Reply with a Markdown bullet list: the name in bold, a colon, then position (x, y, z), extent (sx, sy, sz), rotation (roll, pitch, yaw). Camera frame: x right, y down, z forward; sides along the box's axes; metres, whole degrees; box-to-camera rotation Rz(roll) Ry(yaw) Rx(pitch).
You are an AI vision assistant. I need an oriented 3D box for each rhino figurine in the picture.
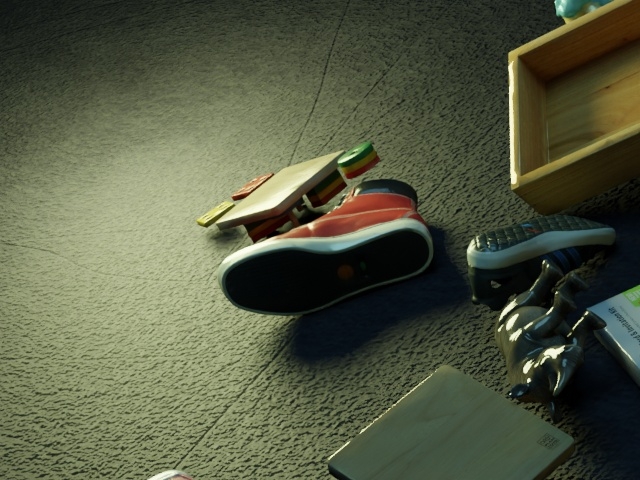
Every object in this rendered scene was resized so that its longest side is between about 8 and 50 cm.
- **rhino figurine**: position (0.215, 0.102, 1.776), extent (0.106, 0.073, 0.243), rotation (-52, 10, 15)

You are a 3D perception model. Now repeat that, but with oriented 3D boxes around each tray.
- **tray**: position (0.393, -0.193, 2.039), extent (0.411, 0.076, 0.203), rotation (-24, 46, 32)

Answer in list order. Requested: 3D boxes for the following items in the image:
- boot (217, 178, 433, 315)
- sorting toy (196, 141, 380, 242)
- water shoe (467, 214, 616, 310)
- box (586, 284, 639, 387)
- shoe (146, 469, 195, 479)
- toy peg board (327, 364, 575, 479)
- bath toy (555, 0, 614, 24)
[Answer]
- **boot**: position (0.000, 0.000, 2.157), extent (0.244, 0.088, 0.176), rotation (-13, 26, 0)
- **sorting toy**: position (-0.044, -0.045, 2.285), extent (0.132, 0.046, 0.274), rotation (-40, 16, -34)
- **water shoe**: position (0.227, 0.024, 1.966), extent (0.203, 0.080, 0.073), rotation (-10, 19, -38)
- **box**: position (0.368, 0.071, 1.808), extent (0.186, 0.038, 0.145), rotation (-24, 26, -3)
- **shoe**: position (-0.178, 0.281, 1.786), extent (0.178, 0.063, 0.081), rotation (-30, 23, -25)
- **toy peg board**: position (0.121, 0.216, 1.701), extent (0.161, 0.079, 0.160), rotation (-37, 46, -28)
- **bath toy**: position (0.415, -0.242, 2.249), extent (0.151, 0.129, 0.348), rotation (-55, 29, 3)
